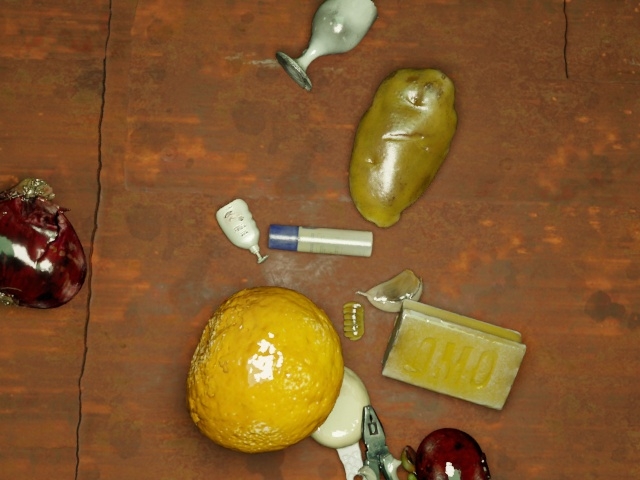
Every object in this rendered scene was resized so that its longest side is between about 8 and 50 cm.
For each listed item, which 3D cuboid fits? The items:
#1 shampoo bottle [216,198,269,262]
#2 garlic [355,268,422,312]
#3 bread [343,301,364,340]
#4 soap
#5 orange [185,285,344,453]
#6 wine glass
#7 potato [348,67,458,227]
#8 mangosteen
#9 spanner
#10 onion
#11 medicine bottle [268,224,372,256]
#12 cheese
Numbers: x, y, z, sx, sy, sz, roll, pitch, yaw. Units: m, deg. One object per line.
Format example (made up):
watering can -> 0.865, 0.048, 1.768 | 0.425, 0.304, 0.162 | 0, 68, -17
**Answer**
shampoo bottle -> -0.171, -0.014, 1.635 | 0.077, 0.045, 0.152 | -30, 86, -5
garlic -> 0.166, 0.125, 1.625 | 0.152, 0.066, 0.084 | -27, 58, -9
bread -> 0.074, 0.181, 1.626 | 0.049, 0.034, 0.088 | 1, 84, 4
soap -> 0.285, 0.250, 1.574 | 0.274, 0.089, 0.174 | 16, 107, -1
orange -> -0.106, 0.263, 1.465 | 0.293, 0.340, 0.341 | 26, 83, -14
wine glass -> 0.017, -0.466, 1.656 | 0.126, 0.126, 0.241 | 45, 85, 3
potato -> 0.179, -0.211, 1.625 | 0.195, 0.176, 0.369 | 23, 91, -39
mangosteen -> 0.259, 0.496, 1.534 | 0.199, 0.200, 0.200 | 0, 83, -2
spanner -> 0.130, 0.510, 1.519 | 0.095, 0.040, 0.325 | -8, 80, -14
onion -> -0.623, 0.028, 1.526 | 0.280, 0.221, 0.281 | 1, 80, -5
medicine bottle -> 0.000, 0.000, 1.631 | 0.230, 0.059, 0.059 | 5, 83, -2
cheese -> 0.063, 0.404, 1.580 | 0.163, 0.071, 0.249 | -38, 86, -5
